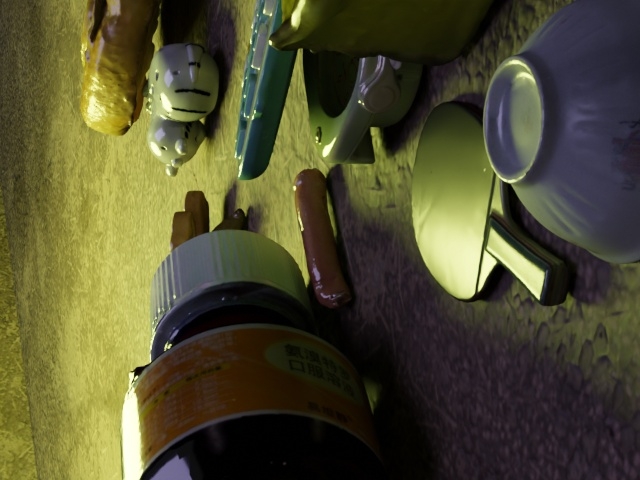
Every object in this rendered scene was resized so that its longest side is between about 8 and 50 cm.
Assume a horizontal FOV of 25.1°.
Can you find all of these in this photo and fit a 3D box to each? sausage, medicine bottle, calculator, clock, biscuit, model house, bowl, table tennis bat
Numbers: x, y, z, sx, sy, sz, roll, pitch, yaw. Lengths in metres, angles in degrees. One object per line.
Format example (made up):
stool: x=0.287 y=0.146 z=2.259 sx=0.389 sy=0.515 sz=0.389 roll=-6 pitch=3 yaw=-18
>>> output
sausage: x=0.000 y=0.000 z=1.429 sx=0.042 sy=0.036 sz=0.158 roll=108 pitch=153 yaw=-57
medicine bottle: x=-0.080 y=0.154 z=1.358 sx=0.395 sy=0.242 sz=0.242 roll=-111 pitch=28 yaw=-52
calculator: x=-0.037 y=-0.221 z=1.357 sx=0.386 sy=0.054 sz=0.256 roll=-82 pitch=6 yaw=-55
clock: x=0.041 y=-0.166 z=1.276 sx=0.191 sy=0.062 sz=0.151 roll=128 pitch=139 yaw=-59
biscuit: x=-0.158 y=0.063 z=1.785 sx=0.144 sy=0.040 sz=0.236 roll=-59 pitch=-30 yaw=-64
clock: x=-0.177 y=-0.168 z=1.835 sx=0.176 sy=0.080 sz=0.117 roll=122 pitch=143 yaw=-56
model house: x=0.045 y=-0.278 z=1.106 sx=0.193 sy=0.174 sz=0.234 roll=126 pitch=136 yaw=-58
bowl: x=0.160 y=-0.077 z=0.930 sx=0.189 sy=0.086 sz=0.189 roll=179 pitch=90 yaw=-69
table tennis bat: x=0.125 y=-0.017 z=1.122 sx=0.274 sy=0.021 sz=0.154 roll=-129 pitch=43 yaw=-62
biscuit: x=-0.270 y=-0.290 z=1.958 sx=0.296 sy=0.102 sz=0.296 roll=-167 pitch=90 yaw=-83

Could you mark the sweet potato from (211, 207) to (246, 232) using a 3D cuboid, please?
sweet potato: x=-0.123 y=0.084 z=1.734 sx=0.069 sy=0.059 sz=0.249 roll=-89 pitch=2 yaw=-70
